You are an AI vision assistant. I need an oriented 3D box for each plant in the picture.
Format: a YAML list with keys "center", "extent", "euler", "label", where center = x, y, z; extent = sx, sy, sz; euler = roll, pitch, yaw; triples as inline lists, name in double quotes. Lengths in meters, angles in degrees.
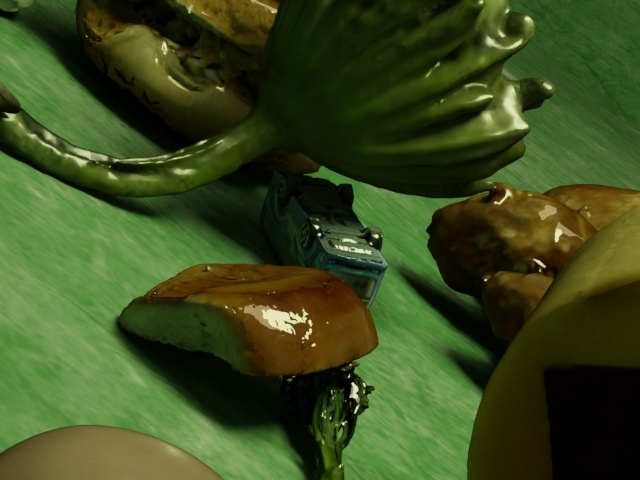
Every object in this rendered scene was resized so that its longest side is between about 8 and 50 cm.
- center: [-0.029, -0.095, 1.188]
  extent: [0.251, 0.333, 0.180]
  euler: [65, -2, -24]
  label: "plant"

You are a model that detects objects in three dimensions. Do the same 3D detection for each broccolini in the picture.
- center: [0.003, 0.119, 0.921]
  extent: [0.042, 0.044, 0.218]
  euler: [46, 16, -19]
  label: "broccolini"

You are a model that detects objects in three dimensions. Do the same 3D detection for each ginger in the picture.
- center: [0.218, 0.059, 1.357]
  extent: [0.274, 0.152, 0.357]
  euler: [8, 24, -19]
  label: "ginger"

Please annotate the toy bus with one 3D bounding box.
- center: [0.000, 0.000, 1.203]
  extent: [0.051, 0.061, 0.153]
  euler: [10, 22, -19]
  label: "toy bus"

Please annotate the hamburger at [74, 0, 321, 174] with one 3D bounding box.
- center: [-0.054, -0.183, 1.368]
  extent: [0.260, 0.211, 0.245]
  euler: [28, 13, -40]
  label: "hamburger"

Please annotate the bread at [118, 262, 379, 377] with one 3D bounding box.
- center: [-0.037, 0.036, 0.987]
  extent: [0.126, 0.044, 0.129]
  euler: [11, 15, 20]
  label: "bread"

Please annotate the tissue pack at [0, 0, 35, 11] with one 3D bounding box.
- center: [-0.247, -0.386, 1.412]
  extent: [0.207, 0.297, 0.380]
  euler: [29, 15, -25]
  label: "tissue pack"

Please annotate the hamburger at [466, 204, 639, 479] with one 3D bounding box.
- center: [0.213, 0.120, 0.896]
  extent: [0.300, 0.300, 0.176]
  euler: [41, 32, 20]
  label: "hamburger"

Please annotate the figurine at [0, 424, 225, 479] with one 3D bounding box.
- center: [-0.074, 0.122, 0.594]
  extent: [0.138, 0.125, 0.125]
  euler: [20, 15, 0]
  label: "figurine"
